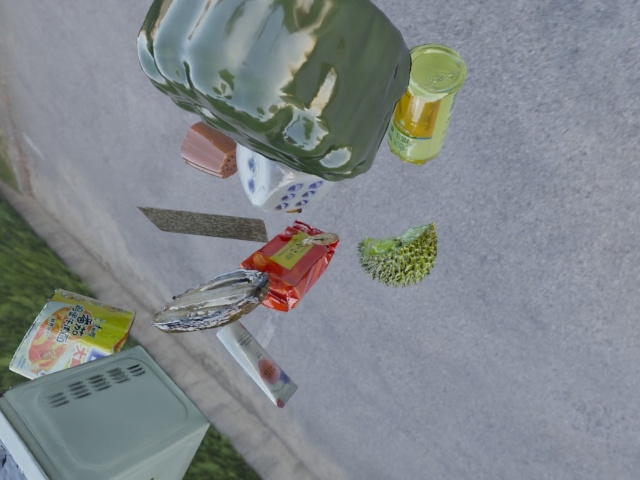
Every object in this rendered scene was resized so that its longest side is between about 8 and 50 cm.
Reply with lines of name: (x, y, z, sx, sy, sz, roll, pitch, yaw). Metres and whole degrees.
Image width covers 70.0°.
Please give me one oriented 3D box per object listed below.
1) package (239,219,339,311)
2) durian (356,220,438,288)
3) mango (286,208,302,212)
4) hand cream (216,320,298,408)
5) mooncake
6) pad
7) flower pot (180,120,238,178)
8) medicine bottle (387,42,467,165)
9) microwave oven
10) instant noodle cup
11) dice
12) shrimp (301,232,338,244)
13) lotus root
package: (-0.097, 0.075, 1.445, 0.196, 0.423, 0.123, 24, 120, 11)
durian: (0.231, 0.049, 1.427, 0.157, 0.169, 0.355, 38, 156, -24)
mango: (-0.138, -0.237, 1.397, 0.144, 0.187, 0.359, -29, 65, 13)
hand cream: (-0.206, 0.356, 1.404, 0.341, 0.124, 0.078, 46, 117, 4)
mooncake: (-0.065, -0.223, 0.637, 0.356, 0.356, 0.194, 23, 91, 40)
pad: (-0.222, -0.029, 0.904, 0.158, 0.235, 0.003, 98, 177, -74)
flower pot: (-0.387, -0.323, 1.685, 0.173, 0.190, 0.191, 34, 137, 13)
medicine bottle: (0.193, -0.246, 0.875, 0.124, 0.124, 0.239, 46, 164, 19)
microwave oven: (-0.222, 0.224, 0.419, 0.122, 0.162, 0.208, 36, 111, 22)
instant noodle cup: (-0.460, 0.188, 0.857, 0.153, 0.205, 0.205, 32, 149, -20)
dice: (-0.081, -0.187, 1.088, 0.193, 0.194, 0.192, -40, 68, 55)
shrimp: (0.000, 0.000, 1.318, 0.059, 0.108, 0.023, -113, 12, -60)
lotus root: (-0.208, 0.135, 0.928, 0.329, 0.167, 0.078, -14, 117, 43)
